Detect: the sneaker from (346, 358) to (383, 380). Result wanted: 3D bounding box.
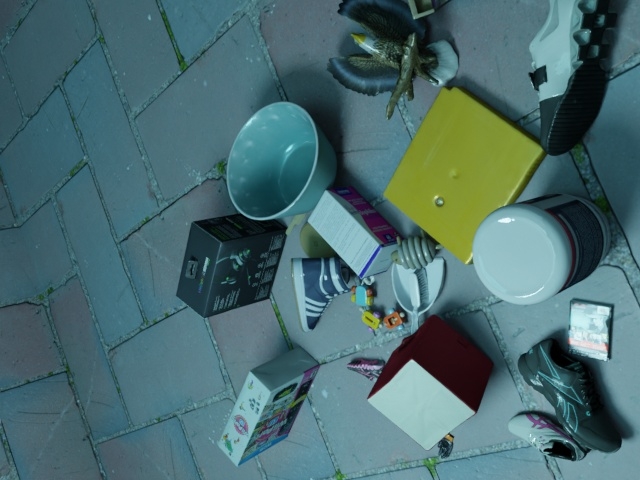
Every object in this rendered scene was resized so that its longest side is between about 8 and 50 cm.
[{"bbox_3d":[0.121,0.350,1.869,0.119,0.047,0.057,-2,109,42],"label":"sneaker"}]

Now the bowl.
[{"bbox_3d":[-0.081,-0.188,1.818,0.312,0.163,0.311,-10,73,36],"label":"bowl"}]

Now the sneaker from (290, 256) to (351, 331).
[{"bbox_3d":[0.009,0.147,1.878,0.282,0.153,0.099,83,180,-47],"label":"sneaker"}]

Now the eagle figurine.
[{"bbox_3d":[0.148,-0.441,1.615,0.226,0.225,0.298,-37,33,-1],"label":"eagle figurine"}]

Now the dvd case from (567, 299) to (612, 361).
[{"bbox_3d":[0.566,0.189,1.466,0.087,0.013,0.119,7,105,40],"label":"dvd case"}]

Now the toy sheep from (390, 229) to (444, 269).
[{"bbox_3d":[0.231,0.026,1.672,0.132,0.091,0.091,-18,86,20],"label":"toy sheep"}]

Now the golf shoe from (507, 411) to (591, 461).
[{"bbox_3d":[0.492,0.431,1.532,0.186,0.086,0.067,9,106,41],"label":"golf shoe"}]

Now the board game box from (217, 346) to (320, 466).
[{"bbox_3d":[-0.147,0.475,2.005,0.097,0.224,0.303,39,122,26],"label":"board game box"}]

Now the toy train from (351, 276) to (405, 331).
[{"bbox_3d":[0.153,0.167,1.802,0.125,0.046,0.166,-41,75,37],"label":"toy train"}]

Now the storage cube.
[{"bbox_3d":[0.257,0.326,1.607,0.215,0.193,0.183,41,125,2],"label":"storage cube"}]

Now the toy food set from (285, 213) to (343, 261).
[{"bbox_3d":[0.000,0.000,1.908,0.192,0.038,0.132,46,131,11],"label":"toy food set"}]

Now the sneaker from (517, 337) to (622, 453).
[{"bbox_3d":[0.533,0.324,1.462,0.267,0.101,0.106,49,127,22],"label":"sneaker"}]

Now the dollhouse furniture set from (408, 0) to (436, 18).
[{"bbox_3d":[0.301,-0.669,1.487,0.304,0.198,0.286,-16,113,12],"label":"dollhouse furniture set"}]

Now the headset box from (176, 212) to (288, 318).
[{"bbox_3d":[-0.256,0.064,1.974,0.131,0.283,0.246,33,119,31],"label":"headset box"}]

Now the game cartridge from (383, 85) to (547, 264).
[{"bbox_3d":[0.320,-0.153,1.590,0.285,0.053,0.323,44,122,26],"label":"game cartridge"}]

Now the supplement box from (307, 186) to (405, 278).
[{"bbox_3d":[0.090,-0.024,1.769,0.220,0.111,0.114,46,125,24],"label":"supplement box"}]

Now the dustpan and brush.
[{"bbox_3d":[0.238,0.150,1.710,0.147,0.060,0.211,-1,98,41],"label":"dustpan and brush"}]

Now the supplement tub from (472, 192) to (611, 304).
[{"bbox_3d":[0.439,0.009,1.365,0.191,0.272,0.191,10,105,40],"label":"supplement tub"}]

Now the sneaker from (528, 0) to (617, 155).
[{"bbox_3d":[0.477,-0.338,1.382,0.146,0.123,0.330,34,122,52],"label":"sneaker"}]

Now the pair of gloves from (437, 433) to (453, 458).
[{"bbox_3d":[0.297,0.509,1.768,0.083,0.010,0.074,24,112,33],"label":"pair of gloves"}]
